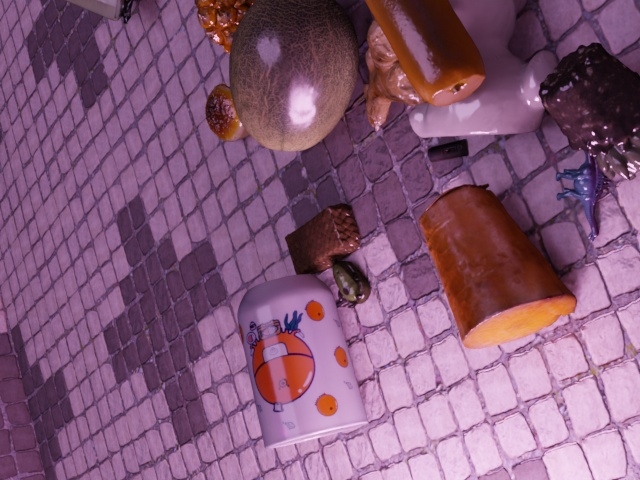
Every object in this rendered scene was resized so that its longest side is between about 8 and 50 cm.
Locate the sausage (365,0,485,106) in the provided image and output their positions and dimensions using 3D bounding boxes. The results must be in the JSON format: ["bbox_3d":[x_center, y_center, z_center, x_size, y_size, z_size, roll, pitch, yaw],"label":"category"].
[{"bbox_3d":[0.133,-0.353,1.509,0.112,0.112,0.328,-43,68,45],"label":"sausage"}]

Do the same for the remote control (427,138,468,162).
[{"bbox_3d":[0.225,-0.160,1.791,0.091,0.016,0.034,-9,92,52],"label":"remote control"}]

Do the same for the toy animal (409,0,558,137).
[{"bbox_3d":[0.257,-0.340,1.597,0.241,0.196,0.367,-13,86,44],"label":"toy animal"}]

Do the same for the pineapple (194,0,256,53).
[{"bbox_3d":[-0.191,-0.534,2.178,0.164,0.140,0.249,-12,81,50],"label":"pineapple"}]

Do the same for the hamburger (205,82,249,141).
[{"bbox_3d":[-0.210,-0.290,2.267,0.126,0.082,0.141,-53,56,40],"label":"hamburger"}]

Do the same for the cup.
[{"bbox_3d":[-0.045,0.240,2.023,0.212,0.212,0.317,-31,69,49],"label":"cup"}]

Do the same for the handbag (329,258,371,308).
[{"bbox_3d":[0.056,0.082,2.006,0.111,0.047,0.072,58,133,27],"label":"handbag"}]

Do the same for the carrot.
[{"bbox_3d":[0.275,0.030,1.628,0.196,0.196,0.254,-49,53,42],"label":"carrot"}]

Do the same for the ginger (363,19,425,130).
[{"bbox_3d":[0.123,-0.283,1.772,0.148,0.081,0.333,38,168,1],"label":"ginger"}]

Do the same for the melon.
[{"bbox_3d":[-0.053,-0.328,1.937,0.248,0.249,0.329,43,134,40],"label":"melon"}]

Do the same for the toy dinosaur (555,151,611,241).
[{"bbox_3d":[0.407,-0.094,1.551,0.080,0.045,0.197,4,105,38],"label":"toy dinosaur"}]

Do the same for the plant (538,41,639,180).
[{"bbox_3d":[0.414,-0.182,1.442,0.129,0.194,0.132,-45,12,1],"label":"plant"}]

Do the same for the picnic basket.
[{"bbox_3d":[0.000,0.000,2.062,0.193,0.055,0.110,-33,69,46],"label":"picnic basket"}]

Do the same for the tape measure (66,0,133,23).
[{"bbox_3d":[-0.552,-0.656,2.581,0.235,0.207,0.115,24,127,6],"label":"tape measure"}]
